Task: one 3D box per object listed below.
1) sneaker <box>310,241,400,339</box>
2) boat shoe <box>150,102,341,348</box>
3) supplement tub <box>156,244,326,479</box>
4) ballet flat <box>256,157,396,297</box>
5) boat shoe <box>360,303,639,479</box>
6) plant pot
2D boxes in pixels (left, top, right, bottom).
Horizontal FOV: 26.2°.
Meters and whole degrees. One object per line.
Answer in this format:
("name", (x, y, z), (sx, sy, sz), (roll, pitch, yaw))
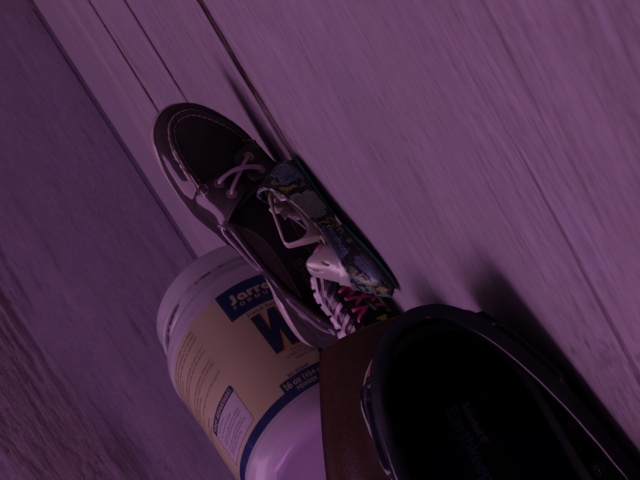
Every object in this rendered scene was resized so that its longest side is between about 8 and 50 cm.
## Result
("sneaker", (0.047, 0.076, 1.418), (0.075, 0.063, 0.170), (-9, 103, 56))
("boat shoe", (-0.050, -0.018, 1.489), (0.335, 0.112, 0.095), (53, 155, -16))
("supplement tub", (-0.046, 0.171, 1.688), (0.325, 0.235, 0.235), (48, 168, 43))
("ballet flat", (0.000, 0.000, 1.375), (0.188, 0.070, 0.070), (51, 170, 29))
("boat shoe", (0.178, 0.246, 0.938), (0.500, 0.187, 0.156), (58, 179, 24))
("plant pot", (0.087, 0.189, 1.222), (0.215, 0.215, 0.230), (90, 159, -75))
